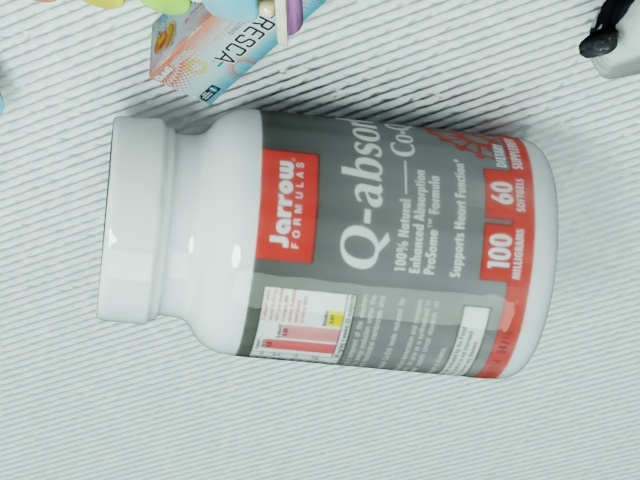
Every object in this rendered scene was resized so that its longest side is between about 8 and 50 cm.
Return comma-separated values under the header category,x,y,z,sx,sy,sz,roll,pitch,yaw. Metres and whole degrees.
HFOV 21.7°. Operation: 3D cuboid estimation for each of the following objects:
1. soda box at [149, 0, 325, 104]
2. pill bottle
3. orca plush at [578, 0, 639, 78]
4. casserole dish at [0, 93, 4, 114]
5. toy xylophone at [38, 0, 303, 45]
category,x,y,z,sx,sy,sz,roll,pitch,yaw
soda box,-0.057,-0.181,1.276,0.063,0.058,0.183,24,140,-30
pill bottle,0.000,0.000,1.405,0.363,0.210,0.210,5,145,-8
orca plush,0.257,-0.191,1.196,0.151,0.102,0.287,-9,177,2
casserole dish,-0.333,-0.148,1.344,0.114,0.037,0.188,-13,143,19
toy xylophone,-0.164,-0.230,1.113,0.323,0.081,0.236,10,161,13
